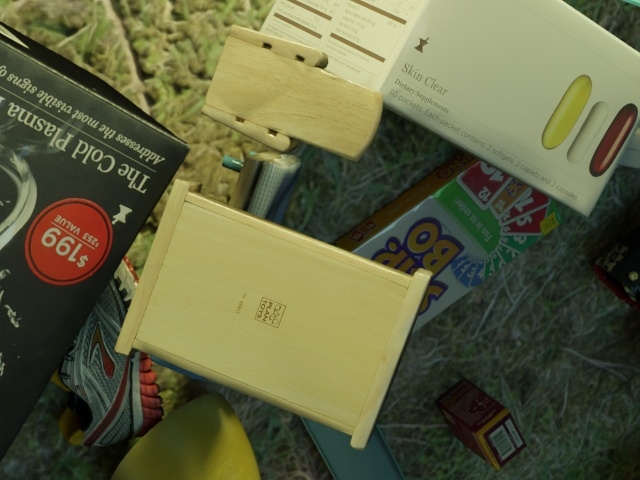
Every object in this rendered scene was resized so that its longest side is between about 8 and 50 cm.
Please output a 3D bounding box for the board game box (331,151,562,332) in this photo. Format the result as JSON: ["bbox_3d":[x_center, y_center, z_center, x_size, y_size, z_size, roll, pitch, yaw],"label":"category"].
[{"bbox_3d":[0.110,0.003,1.490,0.259,0.039,0.124,-34,124,-11],"label":"board game box"}]

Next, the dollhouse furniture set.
[{"bbox_3d":[0.000,0.000,1.256,0.198,0.303,0.286,21,96,6],"label":"dollhouse furniture set"}]

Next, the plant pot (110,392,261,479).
[{"bbox_3d":[-0.106,0.216,1.374,0.134,0.095,0.134,-39,161,-16],"label":"plant pot"}]

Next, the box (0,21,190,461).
[{"bbox_3d":[-0.331,-0.032,1.116,0.343,0.179,0.312,28,96,-36],"label":"box"}]

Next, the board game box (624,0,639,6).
[{"bbox_3d":[0.342,-0.308,1.303,0.079,0.336,0.253,6,108,-33],"label":"board game box"}]

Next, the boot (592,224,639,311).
[{"bbox_3d":[0.387,0.007,1.540,0.178,0.236,0.085,-40,109,-5],"label":"boot"}]

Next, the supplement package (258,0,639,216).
[{"bbox_3d":[0.121,-0.159,1.317,0.262,0.204,0.145,24,96,-36],"label":"supplement package"}]

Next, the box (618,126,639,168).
[{"bbox_3d":[0.303,-0.097,1.491,0.186,0.145,0.038,10,104,-35],"label":"box"}]

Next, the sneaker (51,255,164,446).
[{"bbox_3d":[-0.193,0.083,1.306,0.093,0.088,0.225,-17,118,-23],"label":"sneaker"}]

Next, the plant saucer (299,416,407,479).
[{"bbox_3d":[0.030,0.202,1.536,0.067,0.018,0.192,-35,124,-13],"label":"plant saucer"}]

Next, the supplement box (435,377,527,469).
[{"bbox_3d":[0.162,0.185,1.567,0.043,0.083,0.055,-38,125,-12],"label":"supplement box"}]
